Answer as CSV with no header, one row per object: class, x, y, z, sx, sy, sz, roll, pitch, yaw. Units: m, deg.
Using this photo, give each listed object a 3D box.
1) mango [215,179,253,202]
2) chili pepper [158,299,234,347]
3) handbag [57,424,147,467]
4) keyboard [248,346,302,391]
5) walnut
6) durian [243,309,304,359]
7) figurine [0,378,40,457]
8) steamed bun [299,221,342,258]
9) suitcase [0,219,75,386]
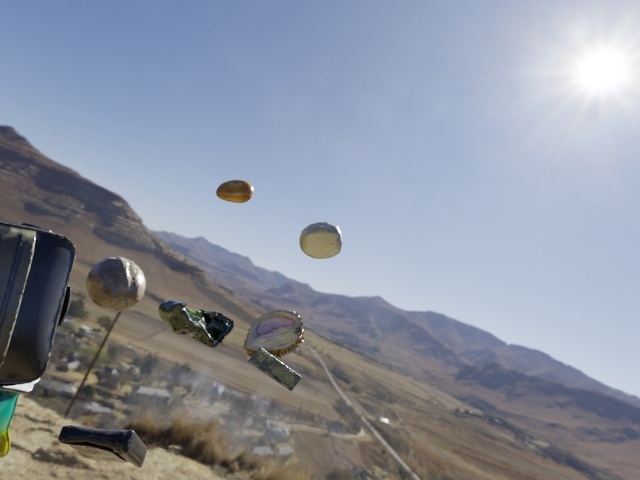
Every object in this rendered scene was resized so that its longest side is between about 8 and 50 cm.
mango,-0.188,-0.107,0.941,0.089,0.046,0.060,-15,49,-46
chili pepper,-0.402,0.273,1.398,0.148,0.116,0.265,2,-18,35
handbag,-0.684,0.649,1.378,0.223,0.080,0.246,10,-39,0
keyboard,-0.132,0.384,1.280,0.176,0.055,0.014,43,-10,-24
walnut,-0.534,0.113,1.129,0.140,0.140,0.162,29,-1,-39
durian,-0.170,0.373,1.648,0.183,0.250,0.137,39,-28,58
figurine,-1.023,0.495,1.260,0.324,0.340,0.231,39,3,-20
steamed bun,0.000,0.000,1.325,0.130,0.112,0.091,-6,23,-2
suitcase,-0.617,0.070,0.651,0.194,0.282,0.434,-4,-16,45
